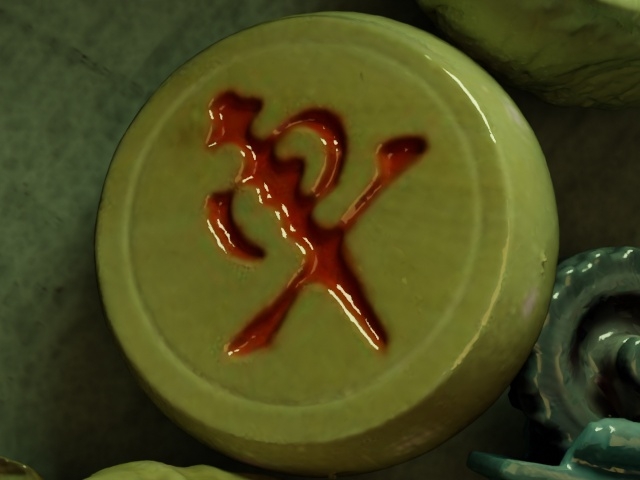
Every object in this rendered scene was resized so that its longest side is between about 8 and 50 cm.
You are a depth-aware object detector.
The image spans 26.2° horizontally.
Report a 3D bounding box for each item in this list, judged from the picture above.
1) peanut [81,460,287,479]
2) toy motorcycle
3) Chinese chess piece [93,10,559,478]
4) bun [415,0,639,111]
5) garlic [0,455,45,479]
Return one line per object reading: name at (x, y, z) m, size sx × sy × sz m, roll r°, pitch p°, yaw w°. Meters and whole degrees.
peanut at (0.004, 0.233, 0.725) m, size 0.387 × 0.169 × 0.192 m, roll 35°, pitch 100°, yaw -31°
toy motorcycle at (0.269, 0.176, 0.795) m, size 0.416 × 0.172 × 0.232 m, roll 28°, pitch 79°, yaw -17°
Chinese chess piece at (0.000, 0.000, 0.733) m, size 0.251 × 0.097 × 0.251 m, roll -3°, pitch 79°, yaw 17°
bun at (0.135, -0.169, 0.779) m, size 0.244 × 0.153 × 0.244 m, roll 12°, pitch 62°, yaw -24°
garlic at (-0.172, 0.225, 0.743) m, size 0.087 × 0.101 × 0.195 m, roll 1°, pitch 65°, yaw 19°
